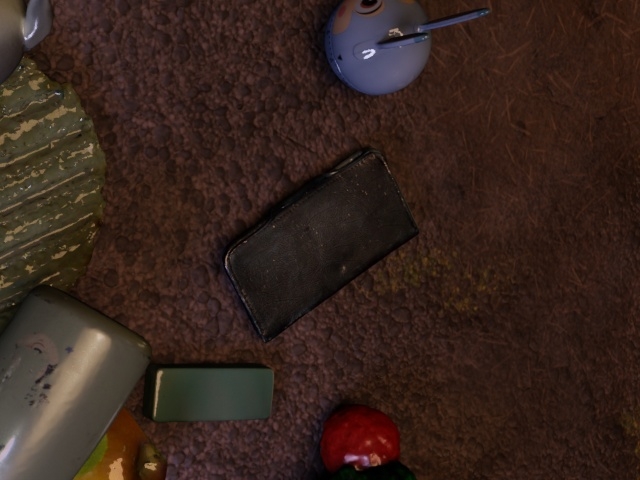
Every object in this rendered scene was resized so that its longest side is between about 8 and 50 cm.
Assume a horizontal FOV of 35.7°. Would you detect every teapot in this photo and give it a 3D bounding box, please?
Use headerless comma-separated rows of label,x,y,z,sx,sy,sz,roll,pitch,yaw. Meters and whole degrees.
teapot,-0.429,-0.247,1.118,0.294,0.129,0.193,2,53,-2

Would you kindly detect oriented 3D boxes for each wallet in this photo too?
wallet,0.000,0.000,1.478,0.318,0.045,0.173,-36,114,-24

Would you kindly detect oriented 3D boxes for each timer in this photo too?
timer,0.100,-0.306,1.405,0.175,0.255,0.175,6,71,-18

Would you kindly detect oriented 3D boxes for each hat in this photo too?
hat,0.060,0.407,1.460,0.242,0.274,0.332,35,48,-38

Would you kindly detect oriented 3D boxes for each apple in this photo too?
apple,-0.270,0.287,1.273,0.146,0.147,0.163,51,56,-50

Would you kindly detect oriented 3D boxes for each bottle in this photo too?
bottle,-0.351,0.230,1.156,0.168,0.168,0.347,37,78,-28

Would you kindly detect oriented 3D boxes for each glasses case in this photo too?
glasses case,-0.156,0.215,1.405,0.184,0.039,0.078,4,91,-31

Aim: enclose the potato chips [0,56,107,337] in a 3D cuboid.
potato chips,-0.441,-0.021,1.201,0.429,0.070,0.359,-33,107,-25
